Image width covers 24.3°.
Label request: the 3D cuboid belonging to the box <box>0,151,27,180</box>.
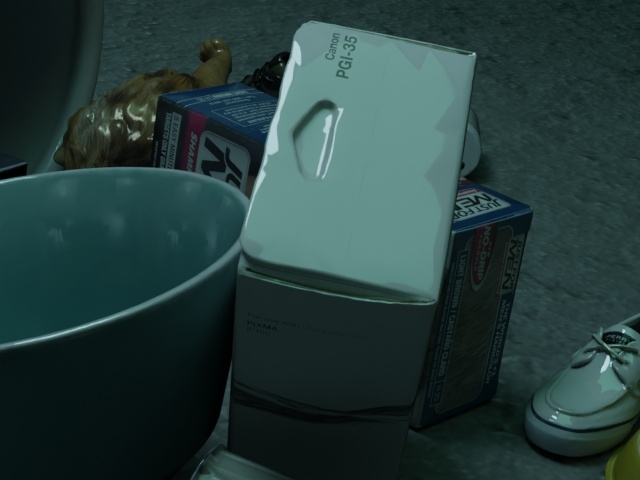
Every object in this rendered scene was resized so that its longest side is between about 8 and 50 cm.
[{"bbox_3d":[-0.323,-0.003,1.178,0.158,0.156,0.093,19,24,25],"label":"box"}]

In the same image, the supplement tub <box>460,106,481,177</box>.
[{"bbox_3d":[0.153,-0.120,1.745,0.071,0.071,0.107,8,23,0],"label":"supplement tub"}]

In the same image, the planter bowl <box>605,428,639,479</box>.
[{"bbox_3d":[0.327,0.159,1.102,0.217,0.090,0.217,6,22,-3],"label":"planter bowl"}]

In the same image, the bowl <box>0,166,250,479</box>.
[{"bbox_3d":[-0.184,0.077,0.976,0.312,0.163,0.311,-7,22,3],"label":"bowl"}]

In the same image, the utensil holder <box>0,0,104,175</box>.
[{"bbox_3d":[-0.450,-0.204,1.413,0.385,0.327,0.327,12,22,14],"label":"utensil holder"}]

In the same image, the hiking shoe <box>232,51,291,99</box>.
[{"bbox_3d":[-0.060,-0.171,1.735,0.227,0.114,0.086,16,23,18],"label":"hiking shoe"}]

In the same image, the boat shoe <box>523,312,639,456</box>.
[{"bbox_3d":[0.237,0.104,1.222,0.083,0.075,0.226,20,25,28],"label":"boat shoe"}]

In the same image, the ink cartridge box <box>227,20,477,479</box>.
[{"bbox_3d":[0.015,0.034,0.961,0.117,0.283,0.207,11,52,2],"label":"ink cartridge box"}]

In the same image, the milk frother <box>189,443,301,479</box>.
[{"bbox_3d":[-0.026,0.204,0.818,0.135,0.129,0.143,18,18,14],"label":"milk frother"}]

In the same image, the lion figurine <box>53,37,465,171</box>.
[{"bbox_3d":[-0.053,-0.081,1.496,0.392,0.142,0.240,14,30,3],"label":"lion figurine"}]

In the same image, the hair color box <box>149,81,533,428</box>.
[{"bbox_3d":[0.000,0.000,1.262,0.347,0.174,0.105,26,28,38],"label":"hair color box"}]

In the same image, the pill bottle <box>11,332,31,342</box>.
[{"bbox_3d":[-0.212,0.079,1.135,0.120,0.067,0.067,-3,25,-26],"label":"pill bottle"}]
